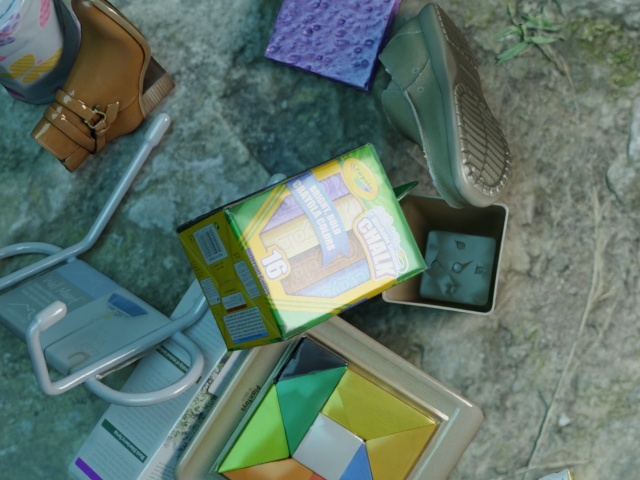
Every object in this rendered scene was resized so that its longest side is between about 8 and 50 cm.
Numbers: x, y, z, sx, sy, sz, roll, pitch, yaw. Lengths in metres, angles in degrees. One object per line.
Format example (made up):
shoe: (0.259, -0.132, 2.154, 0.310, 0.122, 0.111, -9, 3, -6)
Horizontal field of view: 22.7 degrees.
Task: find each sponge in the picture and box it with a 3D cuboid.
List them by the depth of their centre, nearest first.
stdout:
sponge: (0.029, -0.270, 1.678, 0.117, 0.031, 0.210, 17, 84, 14)

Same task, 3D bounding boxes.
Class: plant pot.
plant pot: (0.128, 0.020, 1.572, 0.109, 0.096, 0.109, 8, 82, 13)

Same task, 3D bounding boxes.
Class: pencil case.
pencil case: (-0.315, -0.228, 1.626, 0.113, 0.273, 0.124, -22, 80, 2)

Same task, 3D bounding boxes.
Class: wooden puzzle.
wooden puzzle: (0.010, 0.200, 1.550, 0.238, 0.044, 0.221, 33, 88, -7)

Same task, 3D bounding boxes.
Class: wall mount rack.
wall mount rack: (-0.207, 0.013, 1.586, 0.304, 0.130, 0.350, -29, 39, -30)

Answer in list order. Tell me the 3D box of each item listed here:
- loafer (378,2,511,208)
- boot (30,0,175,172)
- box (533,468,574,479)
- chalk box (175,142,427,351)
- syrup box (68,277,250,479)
loafer: (0.116, -0.121, 1.570, 0.092, 0.102, 0.268, -33, 38, 23)
boot: (-0.242, -0.159, 1.633, 0.152, 0.197, 0.073, -42, 54, -5)
box: (0.240, 0.339, 1.512, 0.087, 0.058, 0.232, -23, 77, 8)
chalk box: (0.000, 0.000, 1.483, 0.213, 0.132, 0.132, -24, 92, -27)
syrup box: (-0.137, 0.166, 1.591, 0.096, 0.093, 0.237, 34, 89, 41)
